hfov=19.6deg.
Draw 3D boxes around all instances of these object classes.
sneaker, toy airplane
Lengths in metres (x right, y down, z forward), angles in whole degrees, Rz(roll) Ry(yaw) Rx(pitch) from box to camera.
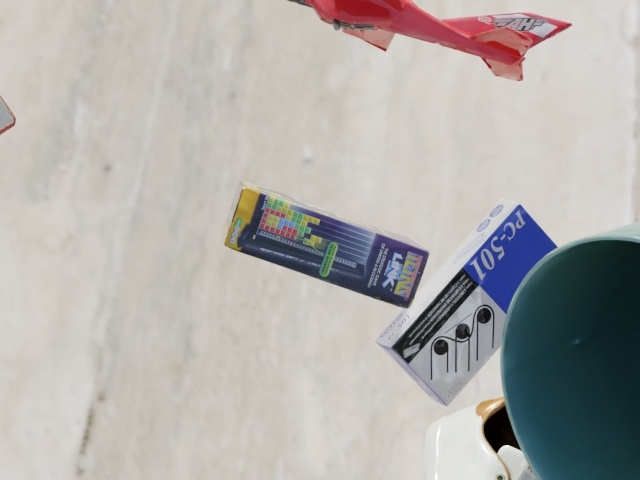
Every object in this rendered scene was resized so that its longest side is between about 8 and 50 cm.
[{"bbox_3d":[0.159,0.266,1.743,0.123,0.106,0.290,-33,40,33],"label":"sneaker"},{"bbox_3d":[0.042,-0.106,0.880,0.151,0.151,0.028,11,77,15],"label":"toy airplane"}]

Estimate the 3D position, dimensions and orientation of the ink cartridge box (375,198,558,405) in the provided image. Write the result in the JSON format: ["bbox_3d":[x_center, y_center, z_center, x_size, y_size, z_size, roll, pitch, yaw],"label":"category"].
[{"bbox_3d":[0.162,0.065,1.956,0.207,0.097,0.046,-47,21,-10],"label":"ink cartridge box"}]

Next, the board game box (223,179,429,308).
[{"bbox_3d":[0.000,0.000,1.373,0.141,0.170,0.048,18,93,-5],"label":"board game box"}]

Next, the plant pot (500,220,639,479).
[{"bbox_3d":[0.338,0.103,1.555,0.235,0.293,0.293,-21,50,-41],"label":"plant pot"}]

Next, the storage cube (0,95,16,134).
[{"bbox_3d":[-0.357,-0.099,1.251,0.183,0.215,0.193,-41,21,-23],"label":"storage cube"}]
